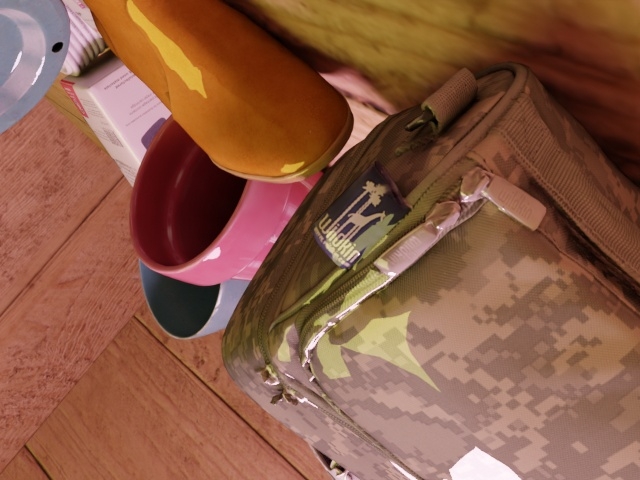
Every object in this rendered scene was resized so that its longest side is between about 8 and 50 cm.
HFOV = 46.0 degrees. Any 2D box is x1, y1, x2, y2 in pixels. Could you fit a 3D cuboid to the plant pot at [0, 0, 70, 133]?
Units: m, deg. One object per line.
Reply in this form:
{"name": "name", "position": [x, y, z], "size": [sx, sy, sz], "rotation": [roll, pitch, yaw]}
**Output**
{"name": "plant pot", "position": [-0.348, -0.214, 0.600], "size": [0.255, 0.272, 0.271], "rotation": [45, 173, 11]}

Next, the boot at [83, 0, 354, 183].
{"name": "boot", "position": [-0.117, -0.164, 0.566], "size": [0.295, 0.104, 0.211], "rotation": [36, 172, 46]}

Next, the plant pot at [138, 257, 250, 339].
{"name": "plant pot", "position": [-0.176, 0.025, 1.372], "size": [0.195, 0.290, 0.290], "rotation": [-1, -158, -41]}

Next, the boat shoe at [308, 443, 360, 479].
{"name": "boat shoe", "position": [0.037, 0.277, 0.925], "size": [0.063, 0.066, 0.184], "rotation": [40, -175, -38]}

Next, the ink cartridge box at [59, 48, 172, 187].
{"name": "ink cartridge box", "position": [-0.227, -0.135, 1.018], "size": [0.172, 0.100, 0.237], "rotation": [25, 150, 57]}

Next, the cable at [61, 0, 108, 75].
{"name": "cable", "position": [-0.373, -0.310, 0.916], "size": [0.257, 0.089, 0.257], "rotation": [33, 169, 34]}

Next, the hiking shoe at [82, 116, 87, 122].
{"name": "hiking shoe", "position": [-0.350, -0.210, 1.346], "size": [0.114, 0.086, 0.227], "rotation": [46, 168, -22]}

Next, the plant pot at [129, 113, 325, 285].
{"name": "plant pot", "position": [-0.074, -0.037, 0.812], "size": [0.180, 0.201, 0.201], "rotation": [25, -177, -44]}

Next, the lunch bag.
{"name": "lunch bag", "position": [0.119, 0.056, 0.436], "size": [0.305, 0.212, 0.256], "rotation": [39, 153, -10]}

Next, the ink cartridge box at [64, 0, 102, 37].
{"name": "ink cartridge box", "position": [-0.227, -0.254, 0.726], "size": [0.122, 0.052, 0.088], "rotation": [43, 170, -34]}
